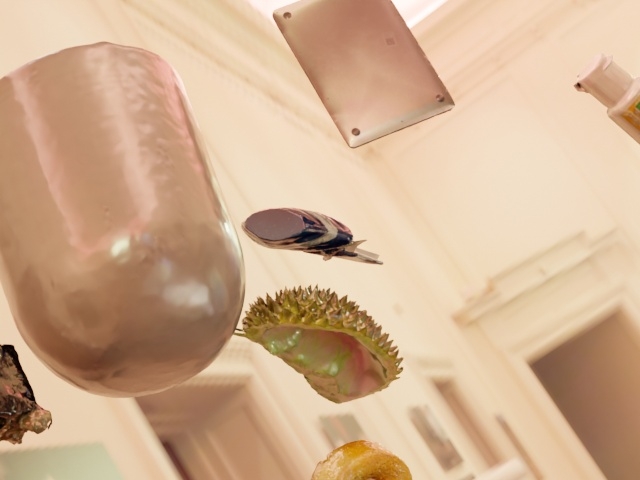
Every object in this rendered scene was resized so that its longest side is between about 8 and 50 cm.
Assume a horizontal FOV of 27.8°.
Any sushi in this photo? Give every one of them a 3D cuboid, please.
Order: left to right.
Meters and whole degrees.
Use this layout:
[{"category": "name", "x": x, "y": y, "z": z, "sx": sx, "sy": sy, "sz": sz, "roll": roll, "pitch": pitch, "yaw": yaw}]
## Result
[{"category": "sushi", "x": -0.392, "y": 0.172, "z": 1.291, "sx": 0.147, "sy": 0.115, "sz": 0.212, "roll": -27, "pitch": -17, "yaw": 28}]

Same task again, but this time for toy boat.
[{"category": "toy boat", "x": 0.012, "y": 0.000, "z": 2.131, "sx": 0.292, "sy": 0.070, "sz": 0.210, "roll": 15, "pitch": -6, "yaw": -29}]

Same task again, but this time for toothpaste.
[{"category": "toothpaste", "x": 0.389, "y": -0.077, "z": 1.298, "sx": 0.058, "sy": 0.314, "sz": 0.056, "roll": -44, "pitch": 11, "yaw": 40}]

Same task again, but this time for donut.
[{"category": "donut", "x": 0.069, "y": 0.394, "z": 1.997, "sx": 0.178, "sy": 0.162, "sz": 0.065, "roll": -27, "pitch": 7, "yaw": -31}]

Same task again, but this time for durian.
[{"category": "durian", "x": 0.016, "y": 0.173, "z": 2.096, "sx": 0.169, "sy": 0.158, "sz": 0.352, "roll": -51, "pitch": -44, "yaw": 0}]

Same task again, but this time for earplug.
[{"category": "earplug", "x": -0.264, "y": -0.002, "z": 1.623, "sx": 0.313, "sy": 0.394, "sz": 0.312, "roll": -18, "pitch": -26, "yaw": -9}]

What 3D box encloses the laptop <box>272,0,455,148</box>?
[{"category": "laptop", "x": 0.064, "y": -0.278, "z": 1.965, "sx": 0.188, "sy": 0.269, "sz": 0.015, "roll": -23, "pitch": -20, "yaw": -16}]
